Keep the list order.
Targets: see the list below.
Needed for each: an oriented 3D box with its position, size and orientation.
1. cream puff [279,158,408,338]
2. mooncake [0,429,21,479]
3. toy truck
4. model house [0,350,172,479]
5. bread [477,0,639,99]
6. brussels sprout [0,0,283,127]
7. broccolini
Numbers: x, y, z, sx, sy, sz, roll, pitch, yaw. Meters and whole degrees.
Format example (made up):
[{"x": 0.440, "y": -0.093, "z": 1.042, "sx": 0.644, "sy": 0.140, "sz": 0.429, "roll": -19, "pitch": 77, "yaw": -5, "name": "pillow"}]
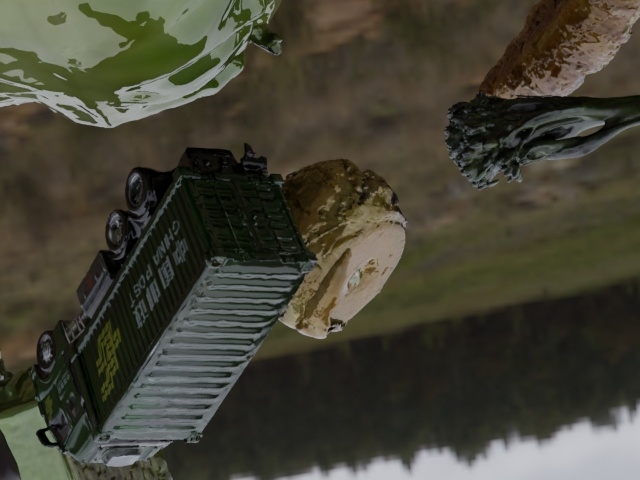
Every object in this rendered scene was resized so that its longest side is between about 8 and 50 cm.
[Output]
[{"x": 0.000, "y": 0.000, "z": 1.276, "sx": 0.104, "sy": 0.133, "sz": 0.119, "roll": 35, "pitch": -124, "yaw": 26, "name": "cream puff"}, {"x": -0.279, "y": 0.113, "z": 0.879, "sx": 0.283, "sy": 0.283, "sz": 0.141, "roll": -5, "pitch": -158, "yaw": 43, "name": "mooncake"}, {"x": -0.109, "y": 0.053, "z": 1.213, "sx": 0.088, "sy": 0.121, "sz": 0.259, "roll": 3, "pitch": 137, "yaw": -34, "name": "toy truck"}, {"x": -0.225, "y": 0.157, "z": 1.520, "sx": 0.189, "sy": 0.195, "sz": 0.214, "roll": -18, "pitch": -172, "yaw": 8, "name": "model house"}, {"x": 0.230, "y": -0.190, "z": 1.562, "sx": 0.233, "sy": 0.076, "sz": 0.105, "roll": -48, "pitch": -161, "yaw": 26, "name": "bread"}, {"x": -0.215, "y": -0.285, "z": 1.194, "sx": 0.425, "sy": 0.342, "sz": 0.361, "roll": 25, "pitch": 158, "yaw": 25, "name": "brussels sprout"}, {"x": 0.198, "y": -0.104, "z": 1.490, "sx": 0.202, "sy": 0.068, "sz": 0.091, "roll": -18, "pitch": -135, "yaw": 18, "name": "broccolini"}]
